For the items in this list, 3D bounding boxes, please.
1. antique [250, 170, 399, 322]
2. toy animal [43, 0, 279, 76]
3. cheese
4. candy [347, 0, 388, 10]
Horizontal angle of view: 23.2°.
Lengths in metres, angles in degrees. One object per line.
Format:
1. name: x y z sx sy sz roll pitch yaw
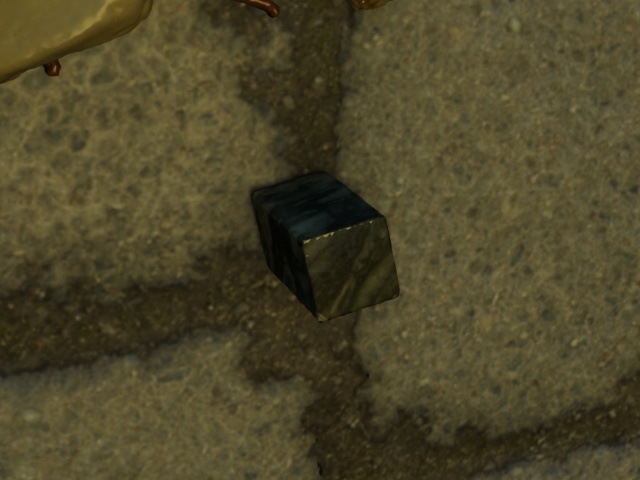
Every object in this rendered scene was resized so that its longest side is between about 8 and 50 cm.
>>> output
1. antique: 0.000 0.000 1.528 0.086 0.183 0.088 -17 113 -14
2. toy animal: -0.150 -0.246 1.460 0.230 0.066 0.224 11 98 -10
3. cheese: -0.273 -0.228 1.384 0.263 0.093 0.159 -21 99 0
4. candy: 0.040 -0.284 1.515 0.095 0.085 0.110 -37 127 4
